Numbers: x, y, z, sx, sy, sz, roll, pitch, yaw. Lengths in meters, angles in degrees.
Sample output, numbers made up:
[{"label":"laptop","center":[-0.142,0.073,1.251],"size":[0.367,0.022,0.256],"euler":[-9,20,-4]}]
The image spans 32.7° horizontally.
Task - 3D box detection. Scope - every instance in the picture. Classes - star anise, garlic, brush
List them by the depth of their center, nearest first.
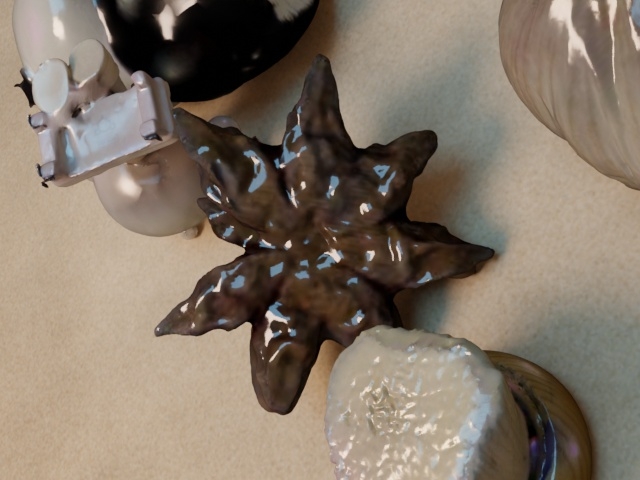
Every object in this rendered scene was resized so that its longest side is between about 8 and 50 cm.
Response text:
[{"label":"garlic","center":[0.282,-0.178,0.771],"size":[0.322,0.241,0.321],"euler":[2,94,25]},{"label":"brush","center":[0.089,0.205,0.835],"size":[0.174,0.166,0.266],"euler":[15,88,41]},{"label":"star anise","center":[-0.019,-0.002,0.951],"size":[0.315,0.315,0.108],"euler":[-56,9,11]}]

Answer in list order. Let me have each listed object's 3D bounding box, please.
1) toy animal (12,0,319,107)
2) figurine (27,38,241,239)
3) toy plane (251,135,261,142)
[{"label":"toy animal","center":[-0.177,-0.240,1.142],"size":[0.310,0.251,0.251],"euler":[-29,60,34]},{"label":"figurine","center":[-0.169,-0.080,1.083],"size":[0.182,0.257,0.144],"euler":[-37,64,5]},{"label":"toy plane","center":[-0.052,-0.042,1.092],"size":[0.189,0.061,0.130],"euler":[62,145,37]}]
